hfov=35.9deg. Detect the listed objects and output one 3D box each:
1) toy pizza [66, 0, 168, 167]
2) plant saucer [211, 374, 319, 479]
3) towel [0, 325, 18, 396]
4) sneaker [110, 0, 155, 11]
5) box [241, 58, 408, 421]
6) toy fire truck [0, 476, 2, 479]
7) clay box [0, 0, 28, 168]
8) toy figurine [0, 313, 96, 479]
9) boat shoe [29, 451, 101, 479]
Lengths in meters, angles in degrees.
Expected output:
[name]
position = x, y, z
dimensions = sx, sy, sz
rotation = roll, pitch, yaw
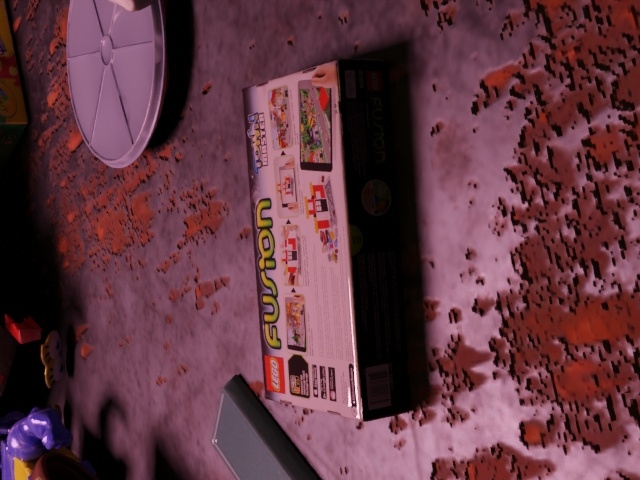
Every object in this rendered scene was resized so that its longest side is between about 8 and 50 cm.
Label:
[toy pizza]
position = -0.171, -0.164, 0.854
dimensions = 0.201, 0.032, 0.201
rotation = 10, 102, 54
[plant saucer]
position = -0.029, 0.176, 0.696
dimensions = 0.192, 0.018, 0.067
rotation = 44, 129, 46
[towel]
position = -0.429, 0.148, 1.096
dimensions = 0.282, 0.049, 0.187
rotation = 66, -147, -63
[sneaker]
position = -0.107, -0.268, 0.713
dimensions = 0.115, 0.090, 0.232
rotation = 43, 125, 12
[box]
position = 0.000, 0.000, 0.610
dimensions = 0.114, 0.036, 0.207
rotation = -1, 93, 57
[toy fire truck]
position = -0.469, 0.461, 1.298
dimensions = 0.254, 0.169, 0.302
rotation = 51, 138, 15
[clay box]
position = -0.413, -0.212, 1.198
dimensions = 0.127, 0.053, 0.222
rotation = -38, 64, 52
[toy figurine]
position = -0.308, 0.283, 0.995
dimensions = 0.217, 0.191, 0.362
rotation = 29, 119, 46
[boat shoe]
position = -0.140, 0.266, 0.778
dimensions = 0.342, 0.123, 0.123
rotation = 19, 94, 46
